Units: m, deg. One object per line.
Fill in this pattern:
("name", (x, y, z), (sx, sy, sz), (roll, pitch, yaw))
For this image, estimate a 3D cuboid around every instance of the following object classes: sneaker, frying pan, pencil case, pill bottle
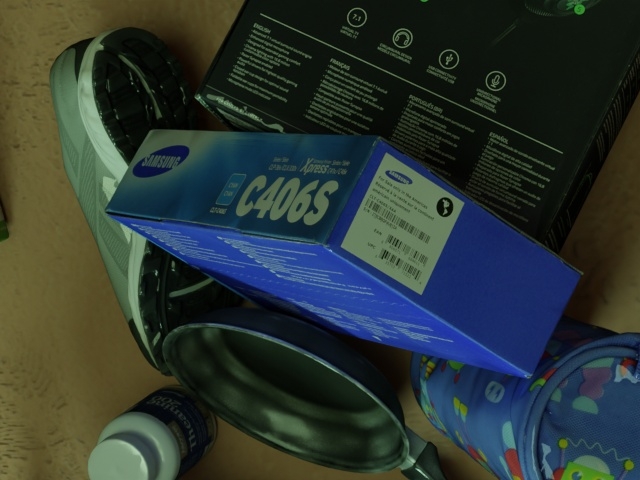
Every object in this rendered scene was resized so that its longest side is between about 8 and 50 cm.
("sneaker", (-0.135, -0.029, 1.340), (0.108, 0.100, 0.271), (5, 112, 51))
("frying pan", (0.037, 0.131, 1.282), (0.326, 0.197, 0.053), (21, 63, 10))
("pencil case", (0.150, 0.100, 1.155), (0.119, 0.306, 0.133), (35, 87, -12))
("pill bottle", (-0.130, 0.157, 1.350), (0.067, 0.120, 0.067), (4, 102, 17))

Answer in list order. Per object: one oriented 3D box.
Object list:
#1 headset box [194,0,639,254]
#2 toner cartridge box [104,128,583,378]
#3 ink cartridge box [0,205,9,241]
("headset box", (0.097, -0.156, 1.167), (0.246, 0.131, 0.283), (25, 87, 12))
("toner cartridge box", (0.000, 0.000, 1.147), (0.165, 0.348, 0.075), (34, 79, -25))
("ink cartridge box", (-0.353, -0.098, 1.336), (0.097, 0.189, 0.255), (-12, 96, 21))
